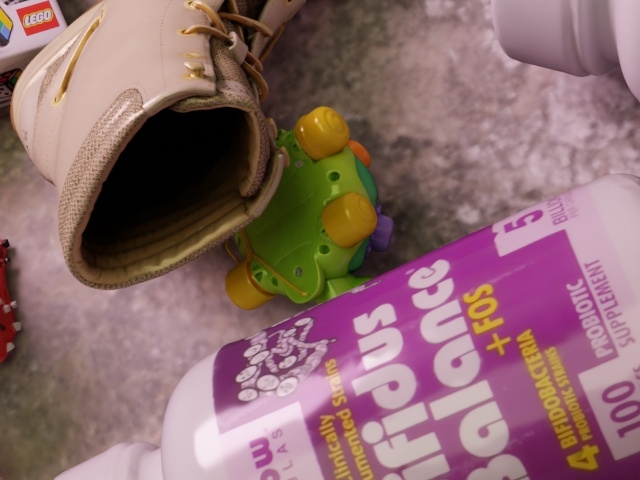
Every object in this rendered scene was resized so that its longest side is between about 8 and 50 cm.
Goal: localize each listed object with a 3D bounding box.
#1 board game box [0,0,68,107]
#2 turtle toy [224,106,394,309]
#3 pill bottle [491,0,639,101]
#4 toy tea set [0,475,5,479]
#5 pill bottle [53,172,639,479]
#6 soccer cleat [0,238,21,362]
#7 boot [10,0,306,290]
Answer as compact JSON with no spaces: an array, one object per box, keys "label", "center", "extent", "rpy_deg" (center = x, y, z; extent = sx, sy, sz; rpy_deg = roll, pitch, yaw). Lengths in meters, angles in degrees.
[{"label":"board game box","center":[-0.314,-0.131,0.942],"extent":[0.305,0.053,0.193],"rpy_deg":[-19,63,-14]},{"label":"turtle toy","center":[0.000,0.000,0.839],"extent":[0.095,0.066,0.130],"rpy_deg":[-32,64,32]},{"label":"pill bottle","center":[0.232,-0.123,0.748],"extent":[0.283,0.161,0.161],"rpy_deg":[15,77,23]},{"label":"toy tea set","center":[-0.259,0.113,0.823],"extent":[0.200,0.124,0.336],"rpy_deg":[-18,80,-3]},{"label":"pill bottle","center":[0.036,0.103,0.732],"extent":[0.301,0.169,0.169],"rpy_deg":[-25,65,9]},{"label":"soccer cleat","center":[-0.189,0.033,0.917],"extent":[0.035,0.029,0.083],"rpy_deg":[-21,62,21]},{"label":"boot","center":[-0.045,-0.105,0.825],"extent":[0.262,0.095,0.203],"rpy_deg":[-42,28,5]}]
